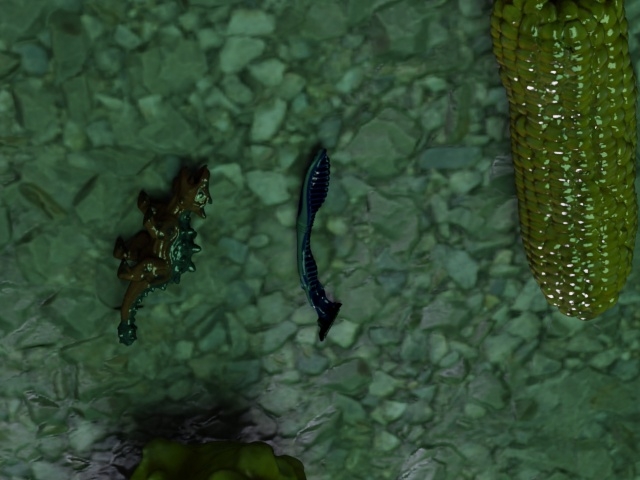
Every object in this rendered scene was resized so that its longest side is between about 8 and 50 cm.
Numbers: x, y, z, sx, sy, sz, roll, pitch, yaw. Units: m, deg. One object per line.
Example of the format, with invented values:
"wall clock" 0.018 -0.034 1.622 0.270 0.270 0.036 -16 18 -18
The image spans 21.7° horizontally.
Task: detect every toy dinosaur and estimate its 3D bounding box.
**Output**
"toy dinosaur" -0.118 0.010 1.203 0.055 0.049 0.154 15 114 -24

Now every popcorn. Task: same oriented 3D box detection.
"popcorn" -0.095 0.228 1.287 0.197 0.155 0.197 -31 146 -24

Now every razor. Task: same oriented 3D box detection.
"razor" -0.004 0.000 1.232 0.028 0.044 0.154 7 123 15

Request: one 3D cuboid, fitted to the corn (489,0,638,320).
"corn" 0.179 -0.066 1.183 0.101 0.101 0.291 -13 124 -3
